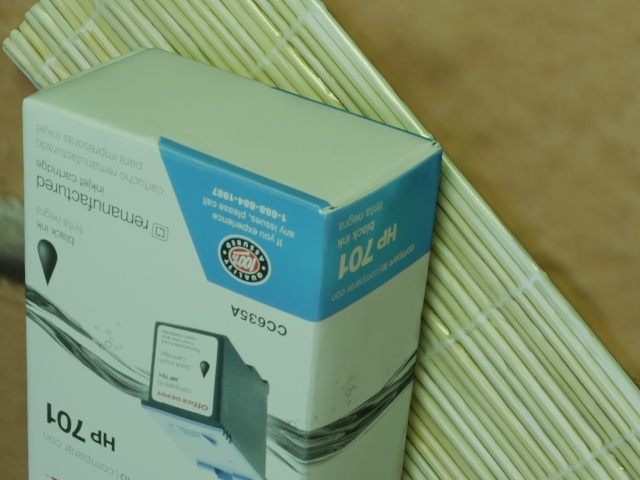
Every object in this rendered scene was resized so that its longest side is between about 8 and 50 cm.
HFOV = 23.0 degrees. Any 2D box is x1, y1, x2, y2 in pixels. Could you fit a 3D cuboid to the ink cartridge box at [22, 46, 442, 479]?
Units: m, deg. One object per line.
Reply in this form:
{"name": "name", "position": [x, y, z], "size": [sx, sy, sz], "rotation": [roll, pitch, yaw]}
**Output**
{"name": "ink cartridge box", "position": [-0.039, 0.038, 0.611], "size": [0.140, 0.082, 0.190], "rotation": [21, 120, 28]}

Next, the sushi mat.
{"name": "sushi mat", "position": [0.000, 0.000, 0.631], "size": [0.316, 0.019, 0.151], "rotation": [51, 130, 6]}
